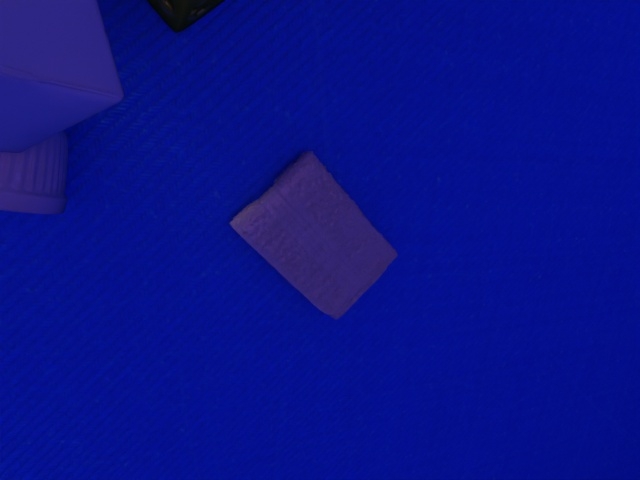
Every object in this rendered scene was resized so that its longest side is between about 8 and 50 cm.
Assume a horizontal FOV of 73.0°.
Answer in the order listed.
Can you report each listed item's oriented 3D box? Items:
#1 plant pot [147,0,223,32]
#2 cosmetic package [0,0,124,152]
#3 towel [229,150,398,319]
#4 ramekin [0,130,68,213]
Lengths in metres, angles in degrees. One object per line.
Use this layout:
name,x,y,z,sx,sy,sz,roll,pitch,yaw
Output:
plant pot,-0.146,-0.407,0.484,0.228,0.207,0.227,-42,118,-5
cosmetic package,-0.336,-0.305,0.298,0.162,0.230,0.452,-15,91,24
towel,0.000,0.000,0.770,0.187,0.049,0.282,-45,117,-5
ramekin,-0.395,-0.103,0.486,0.208,0.207,0.108,12,92,-26
